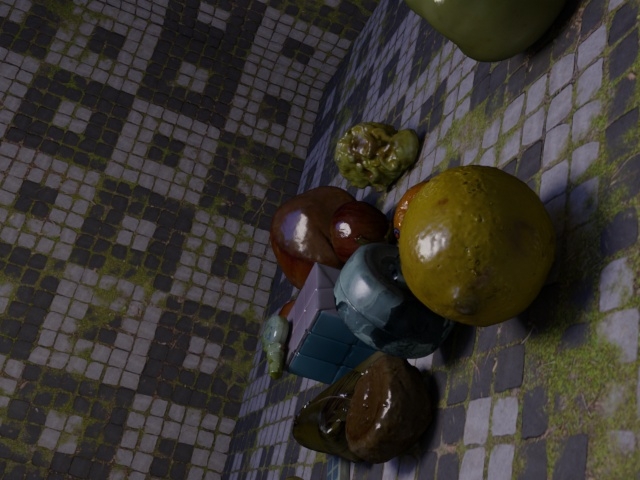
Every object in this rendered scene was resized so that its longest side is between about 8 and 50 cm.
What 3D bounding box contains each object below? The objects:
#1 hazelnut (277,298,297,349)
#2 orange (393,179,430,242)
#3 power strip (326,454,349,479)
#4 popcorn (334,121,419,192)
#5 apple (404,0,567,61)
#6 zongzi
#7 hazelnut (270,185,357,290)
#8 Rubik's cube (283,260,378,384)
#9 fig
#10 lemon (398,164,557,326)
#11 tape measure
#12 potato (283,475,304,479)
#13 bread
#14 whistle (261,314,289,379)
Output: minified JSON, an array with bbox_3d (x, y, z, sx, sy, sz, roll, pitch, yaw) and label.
[{"bbox_3d":[-0.057,0.294,2.216,0.214,0.176,0.214,-23,55,37],"label":"hazelnut"},{"bbox_3d":[0.247,-0.047,1.473,0.177,0.155,0.178,-169,90,-74],"label":"orange"},{"bbox_3d":[0.045,0.581,1.673,0.192,0.035,0.081,-85,19,-46],"label":"power strip"},{"bbox_3d":[0.154,-0.265,2.022,0.286,0.225,0.174,139,144,-68],"label":"popcorn"},{"bbox_3d":[0.350,-0.566,1.386,0.357,0.357,0.357,-161,90,-77],"label":"apple"},{"bbox_3d":[0.063,0.389,1.662,0.274,0.145,0.300,-21,37,61],"label":"zongzi"},{"bbox_3d":[0.000,0.000,2.156,0.372,0.315,0.372,-56,-20,-33],"label":"hazelnut"},{"bbox_3d":[0.047,0.226,1.741,0.221,0.231,0.225,-93,25,-59],"label":"Rubik's cube"},{"bbox_3d":[0.123,-0.019,1.914,0.205,0.205,0.205,-161,90,-77],"label":"fig"},{"bbox_3d":[0.258,0.012,1.103,0.258,0.258,0.310,-62,3,35],"label":"lemon"},{"bbox_3d":[0.159,0.112,1.374,0.275,0.256,0.147,-83,17,-62],"label":"tape measure"},{"bbox_3d":[-0.083,0.728,1.910,0.138,0.070,0.092,130,155,-57],"label":"potato"},{"bbox_3d":[0.146,0.355,1.387,0.230,0.123,0.230,-59,14,25],"label":"bread"},{"bbox_3d":[-0.112,0.278,1.716,0.104,0.057,0.198,-57,25,29],"label":"whistle"}]
